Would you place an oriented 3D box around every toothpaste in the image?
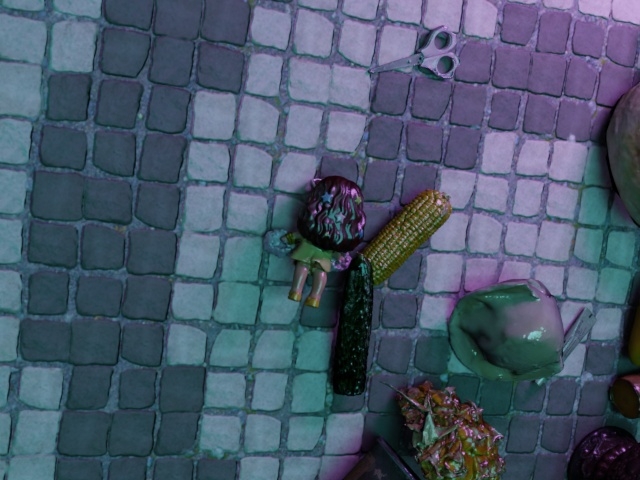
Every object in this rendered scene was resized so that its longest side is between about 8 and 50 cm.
[{"bbox_3d":[0.515,0.229,1.972,0.048,0.029,0.197,44,80,-24],"label":"toothpaste"}]

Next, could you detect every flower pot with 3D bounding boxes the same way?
[{"bbox_3d":[0.672,0.523,1.955,0.266,0.267,0.267,-3,99,-21],"label":"flower pot"}]

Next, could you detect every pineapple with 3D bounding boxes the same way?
[{"bbox_3d":[0.261,0.393,1.779,0.161,0.158,0.335,-26,78,16],"label":"pineapple"}]

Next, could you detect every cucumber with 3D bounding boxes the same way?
[{"bbox_3d":[0.065,0.154,1.743,0.067,0.067,0.294,-3,112,-20],"label":"cucumber"}]

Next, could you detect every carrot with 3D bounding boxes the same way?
[{"bbox_3d":[0.761,0.307,2.054,0.263,0.102,0.102,-18,105,-24],"label":"carrot"}]

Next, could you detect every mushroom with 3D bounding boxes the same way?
[{"bbox_3d":[0.700,-0.163,1.871,0.247,0.130,0.344,-2,100,18],"label":"mushroom"}]

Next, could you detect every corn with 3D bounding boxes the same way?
[{"bbox_3d":[0.156,-0.008,1.767,0.238,0.080,0.080,-42,111,-6],"label":"corn"}]

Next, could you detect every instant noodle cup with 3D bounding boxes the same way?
[{"bbox_3d":[0.109,0.518,1.777,0.207,0.217,0.217,-41,111,-2],"label":"instant noodle cup"}]

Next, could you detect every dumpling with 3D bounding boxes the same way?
[{"bbox_3d":[0.372,0.193,1.854,0.227,0.175,0.243,-19,93,13],"label":"dumpling"}]

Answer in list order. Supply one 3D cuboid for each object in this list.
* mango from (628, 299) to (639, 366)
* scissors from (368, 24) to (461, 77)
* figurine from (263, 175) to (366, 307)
[{"bbox_3d":[0.741,0.159,2.002,0.138,0.113,0.253,32,94,-26],"label":"mango"},{"bbox_3d":[0.176,-0.339,1.751,0.189,0.015,0.100,-17,107,-16],"label":"scissors"},{"bbox_3d":[0.001,-0.002,1.688,0.174,0.116,0.240,21,92,-22],"label":"figurine"}]
